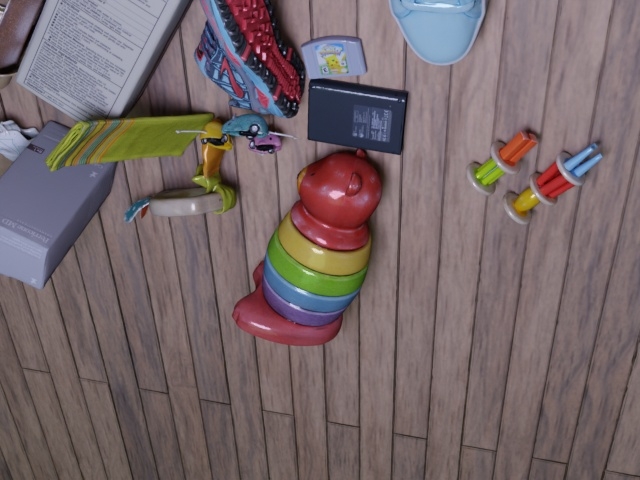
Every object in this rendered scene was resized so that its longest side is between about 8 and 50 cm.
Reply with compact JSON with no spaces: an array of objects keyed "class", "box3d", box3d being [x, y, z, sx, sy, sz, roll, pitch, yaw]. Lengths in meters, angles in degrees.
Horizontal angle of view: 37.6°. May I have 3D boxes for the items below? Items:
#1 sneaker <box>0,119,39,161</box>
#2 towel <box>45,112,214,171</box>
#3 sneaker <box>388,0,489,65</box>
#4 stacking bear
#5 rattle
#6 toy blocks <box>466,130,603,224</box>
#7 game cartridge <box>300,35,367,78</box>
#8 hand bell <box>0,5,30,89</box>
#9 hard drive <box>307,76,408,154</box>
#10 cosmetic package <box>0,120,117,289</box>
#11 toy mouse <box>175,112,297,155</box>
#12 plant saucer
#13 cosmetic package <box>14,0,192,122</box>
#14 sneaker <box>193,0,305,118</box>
[{"class":"sneaker","box3d":[-0.491,-0.159,1.420,0.061,0.152,0.054,-39,68,27]},{"class":"towel","box3d":[-0.257,-0.138,1.299,0.102,0.237,0.021,-36,75,38]},{"class":"sneaker","box3d":[0.116,-0.342,1.043,0.135,0.150,0.366,2,129,17]},{"class":"stacking bear","box3d":[0.000,0.000,1.371,0.164,0.175,0.289,23,124,1]},{"class":"rattle","box3d":[-0.225,-0.098,1.414,0.199,0.130,0.143,8,125,47]},{"class":"toy blocks","box3d":[0.287,-0.101,1.253,0.123,0.054,0.148,37,130,-14]},{"class":"game cartridge","box3d":[0.017,-0.244,1.248,0.083,0.017,0.056,-2,124,19]},{"class":"hand bell","box3d":[-0.498,-0.222,1.391,0.126,0.126,0.242,30,143,-8]},{"class":"hard drive","box3d":[0.049,-0.170,1.293,0.135,0.022,0.094,10,131,9]},{"class":"cosmetic package","box3d":[-0.408,-0.056,1.392,0.127,0.238,0.107,23,132,-3]},{"class":"toy mouse","box3d":[-0.094,-0.149,1.301,0.143,0.031,0.161,-3,168,30]},{"class":"plant saucer","box3d":[-0.376,-0.302,1.209,0.036,0.199,0.198,24,133,-17]},{"class":"cosmetic package","box3d":[-0.263,-0.297,1.218,0.153,0.129,0.296,34,131,-9]},{"class":"sneaker","box3d":[-0.116,-0.241,1.196,0.125,0.104,0.262,4,151,22]}]
